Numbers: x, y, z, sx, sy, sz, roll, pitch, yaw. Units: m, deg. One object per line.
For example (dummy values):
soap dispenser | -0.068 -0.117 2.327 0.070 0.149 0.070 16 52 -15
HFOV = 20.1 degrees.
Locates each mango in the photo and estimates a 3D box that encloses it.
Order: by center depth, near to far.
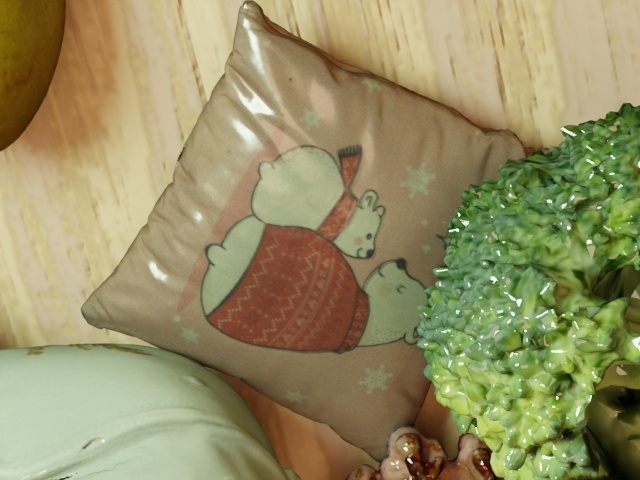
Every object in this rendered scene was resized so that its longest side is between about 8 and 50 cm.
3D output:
mango | -0.204 -0.158 1.006 0.099 0.136 0.227 0 102 34

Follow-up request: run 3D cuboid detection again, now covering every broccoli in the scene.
broccoli | 0.187 0.057 1.019 0.288 0.235 0.260 -32 88 -28

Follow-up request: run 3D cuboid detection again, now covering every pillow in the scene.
pillow | 0.000 0.000 1.080 0.223 0.084 0.236 23 108 -14

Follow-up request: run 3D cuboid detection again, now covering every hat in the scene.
hat | -0.162 0.098 1.071 0.301 0.258 0.168 44 75 5

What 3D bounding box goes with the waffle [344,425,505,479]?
waffle | 0.093 0.222 1.159 0.234 0.055 0.221 18 114 -17
